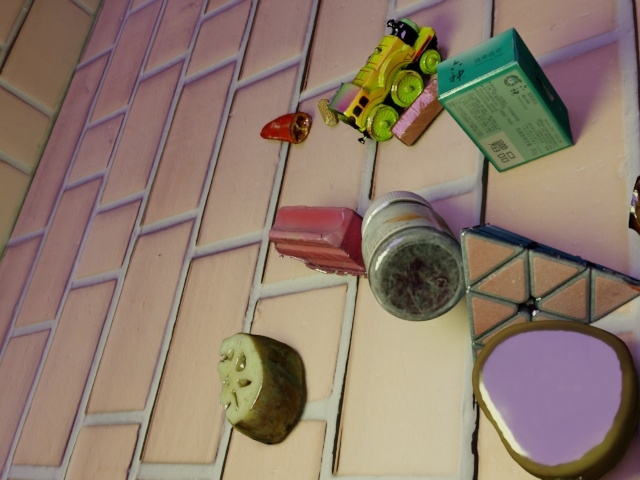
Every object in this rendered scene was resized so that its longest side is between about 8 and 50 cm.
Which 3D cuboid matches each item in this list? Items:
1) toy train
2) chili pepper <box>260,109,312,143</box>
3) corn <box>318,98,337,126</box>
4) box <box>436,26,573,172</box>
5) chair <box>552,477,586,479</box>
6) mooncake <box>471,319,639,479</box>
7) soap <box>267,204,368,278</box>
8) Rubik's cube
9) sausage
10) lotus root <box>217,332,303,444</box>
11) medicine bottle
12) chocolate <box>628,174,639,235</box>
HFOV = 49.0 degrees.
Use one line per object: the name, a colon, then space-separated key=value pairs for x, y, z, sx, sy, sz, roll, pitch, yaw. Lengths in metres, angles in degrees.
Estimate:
toy train: x=0.150 y=-0.361 z=1.570 sx=0.296 sy=0.160 sz=0.100 roll=-55 pitch=35 yaw=-1
chili pepper: x=-0.103 y=-0.287 z=1.834 sx=0.169 sy=0.065 sz=0.088 roll=1 pitch=61 yaw=49
corn: x=0.018 y=-0.318 z=1.753 sx=0.037 sy=0.037 sz=0.092 roll=-36 pitch=43 yaw=20
box: x=0.332 y=-0.242 z=1.256 sx=0.153 sy=0.245 sz=0.092 roll=-19 pitch=49 yaw=32
chair: x=0.468 y=0.254 z=0.871 sx=0.326 sy=0.160 sz=0.170 roll=-13 pitch=53 yaw=35
mooncake: x=0.350 y=0.222 z=1.023 sx=0.235 sy=0.117 sz=0.235 roll=-15 pitch=56 yaw=23
soap: x=0.000 y=0.000 z=1.463 sx=0.250 sy=0.162 sz=0.099 roll=5 pitch=67 yaw=45
Rubik's cube: x=0.321 y=0.067 z=1.136 sx=0.228 sy=0.229 sz=0.233 roll=-29 pitch=-10 yaw=-26
sausage: x=0.223 y=-0.286 z=1.522 sx=0.169 sy=0.065 sz=0.065 roll=-50 pitch=41 yaw=4
lotus root: x=-0.120 y=0.281 z=1.423 sx=0.138 sy=0.119 sz=0.235 roll=-40 pitch=42 yaw=24
medicine bottle: x=0.155 y=0.017 z=1.239 sx=0.165 sy=0.165 sz=0.273 roll=-44 pitch=16 yaw=12
chocolate: x=0.533 y=-0.054 z=1.040 sx=0.133 sy=0.124 sz=0.127 roll=14 pitch=47 yaw=26
